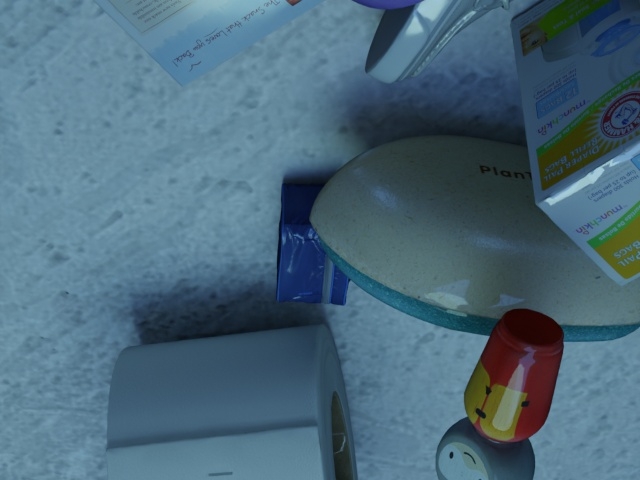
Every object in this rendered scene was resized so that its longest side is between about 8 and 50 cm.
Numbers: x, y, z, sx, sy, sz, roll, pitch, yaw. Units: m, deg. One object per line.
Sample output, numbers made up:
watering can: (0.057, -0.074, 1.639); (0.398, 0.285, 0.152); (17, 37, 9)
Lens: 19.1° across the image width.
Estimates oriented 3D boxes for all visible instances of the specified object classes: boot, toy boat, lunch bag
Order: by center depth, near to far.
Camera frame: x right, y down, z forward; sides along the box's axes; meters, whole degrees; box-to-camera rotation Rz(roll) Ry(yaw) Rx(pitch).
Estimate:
boot: (0.140, -0.184, 1.286); (0.123, 0.095, 0.258); (27, 127, -14)
toy boat: (0.119, 0.048, 1.352); (0.268, 0.318, 0.148); (11, 122, -5)
lunch bag: (0.000, 0.000, 1.480); (0.065, 0.067, 0.098); (3, 132, -3)

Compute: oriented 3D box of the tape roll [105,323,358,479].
tape roll: (-0.063, 0.197, 1.545); (0.169, 0.246, 0.246); (-6, 133, 6)

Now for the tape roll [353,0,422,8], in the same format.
tape roll: (0.040, -0.242, 1.161); (0.080, 0.189, 0.189); (23, 131, -41)

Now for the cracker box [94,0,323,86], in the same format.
cracker box: (-0.105, -0.227, 1.267); (0.156, 0.067, 0.232); (-28, 126, 25)

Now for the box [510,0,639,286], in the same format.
box: (0.211, -0.088, 1.305); (0.114, 0.203, 0.103); (-31, 126, 26)
